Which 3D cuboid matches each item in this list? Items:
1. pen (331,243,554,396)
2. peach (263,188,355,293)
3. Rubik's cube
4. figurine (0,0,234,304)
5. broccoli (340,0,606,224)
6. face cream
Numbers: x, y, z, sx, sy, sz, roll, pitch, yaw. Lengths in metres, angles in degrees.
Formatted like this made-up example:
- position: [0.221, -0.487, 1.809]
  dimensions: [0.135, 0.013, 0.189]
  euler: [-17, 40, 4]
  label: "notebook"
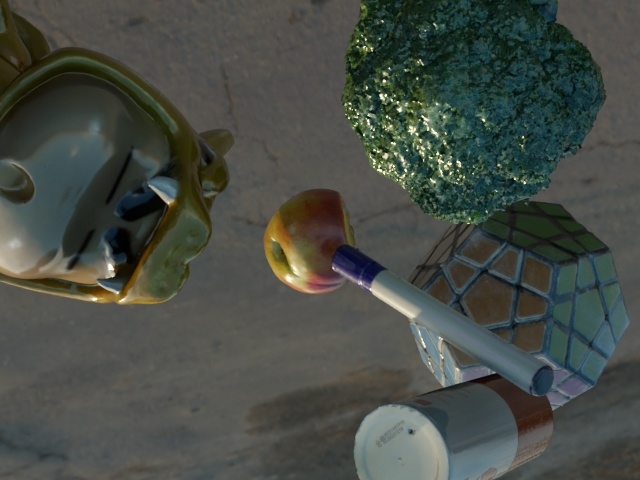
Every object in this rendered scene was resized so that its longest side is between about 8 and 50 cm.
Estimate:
- position: [0.106, 0.069, 1.004]
  dimensions: [0.033, 0.269, 0.033]
  euler: [-22, 126, -33]
  label: "pen"
- position: [0.000, 0.000, 1.930]
  dimensions: [0.192, 0.190, 0.190]
  euler: [-23, 154, -30]
  label: "peach"
- position: [0.270, 0.093, 1.537]
  dimensions: [0.264, 0.319, 0.319]
  euler: [-24, 150, -9]
  label: "Rubik's cube"
- position: [-0.274, -0.104, 0.966]
  dimensions: [0.387, 0.401, 0.268]
  euler: [26, 134, -12]
  label: "figurine"
- position: [0.156, -0.156, 1.087]
  dimensions: [0.270, 0.270, 0.270]
  euler: [-33, 179, 22]
  label: "broccoli"
- position: [0.129, 0.180, 1.000]
  dimensions: [0.096, 0.095, 0.214]
  euler: [-40, 160, 31]
  label: "face cream"
